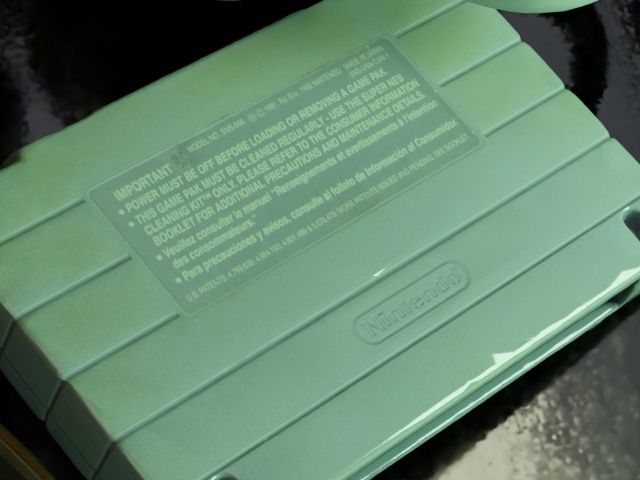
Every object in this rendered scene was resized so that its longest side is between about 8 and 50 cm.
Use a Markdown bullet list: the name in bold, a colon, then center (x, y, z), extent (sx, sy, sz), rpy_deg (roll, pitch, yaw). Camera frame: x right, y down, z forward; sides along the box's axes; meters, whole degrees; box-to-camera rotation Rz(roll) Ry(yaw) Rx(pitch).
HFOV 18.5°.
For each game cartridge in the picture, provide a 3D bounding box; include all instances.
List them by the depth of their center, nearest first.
- **game cartridge**: center (0.000, 0.000, 0.994), extent (0.355, 0.068, 0.230), rpy_deg (-30, 67, -33)

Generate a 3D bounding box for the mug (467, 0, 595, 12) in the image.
- **mug**: center (0.038, -0.270, 1.036), extent (0.374, 0.276, 0.328), rpy_deg (35, 67, 7)

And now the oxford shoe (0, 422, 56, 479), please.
- **oxford shoe**: center (-0.200, 0.073, 0.977), extent (0.212, 0.076, 0.076), rpy_deg (41, 35, 5)
